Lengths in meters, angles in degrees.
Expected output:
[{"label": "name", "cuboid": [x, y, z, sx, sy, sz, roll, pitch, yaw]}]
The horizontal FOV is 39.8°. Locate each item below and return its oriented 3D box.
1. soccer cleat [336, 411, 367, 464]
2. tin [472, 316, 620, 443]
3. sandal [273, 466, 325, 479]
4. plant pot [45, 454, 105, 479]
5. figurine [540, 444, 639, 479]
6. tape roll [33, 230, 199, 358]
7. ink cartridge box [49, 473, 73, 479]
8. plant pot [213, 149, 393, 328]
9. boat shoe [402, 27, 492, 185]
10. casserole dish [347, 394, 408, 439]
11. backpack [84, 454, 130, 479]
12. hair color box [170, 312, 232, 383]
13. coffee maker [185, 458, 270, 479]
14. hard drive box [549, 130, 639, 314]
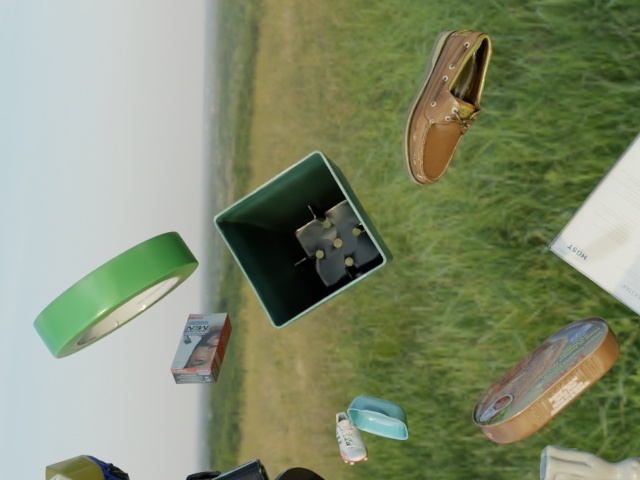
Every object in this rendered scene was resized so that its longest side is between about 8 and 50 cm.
[{"label": "soccer cleat", "cuboid": [0.031, 0.215, 0.966, 0.083, 0.029, 0.035, -127, 23, -76]}, {"label": "tin", "cuboid": [0.258, 0.159, 1.009, 0.040, 0.190, 0.106, 52, 176, -5]}, {"label": "sandal", "cuboid": [0.021, 0.302, 0.969, 0.040, 0.179, 0.067, -30, 30, 44]}, {"label": "plant pot", "cuboid": [-0.415, 0.428, 1.524, 0.083, 0.081, 0.081, 9, 101, 39]}, {"label": "figurine", "cuboid": [0.497, 0.461, 1.554, 0.092, 0.210, 0.214, 87, -169, -52]}, {"label": "tape roll", "cuboid": [-0.384, 0.104, 1.680, 0.077, 0.321, 0.321, 55, 168, 3]}, {"label": "ink cartridge box", "cuboid": [-0.354, 0.526, 1.233, 0.395, 0.286, 0.166, -43, 24, 35]}, {"label": "plant pot", "cuboid": [0.000, 0.000, 1.202, 0.165, 0.166, 0.234, 59, -168, 8]}, {"label": "boat shoe", "cuboid": [0.241, -0.251, 1.671, 0.104, 0.111, 0.307, 17, 96, 51]}, {"label": "casserole dish", "cuboid": [0.113, 0.334, 1.677, 0.188, 0.114, 0.037, 74, -149, -63]}, {"label": "backpack", "cuboid": [-0.427, 0.468, 1.675, 0.098, 0.120, 0.101, -50, 25, -3]}, {"label": "hair color box", "cuboid": [-0.257, 0.233, 1.926, 0.167, 0.093, 0.053, -80, -17, -48]}, {"label": "coffee maker", "cuboid": [-0.172, 0.490, 1.632, 0.171, 0.178, 0.120, -134, 22, -79]}, {"label": "hard drive box", "cuboid": [0.474, -0.032, 1.272, 0.232, 0.181, 0.089, -55, -10, 21]}]
